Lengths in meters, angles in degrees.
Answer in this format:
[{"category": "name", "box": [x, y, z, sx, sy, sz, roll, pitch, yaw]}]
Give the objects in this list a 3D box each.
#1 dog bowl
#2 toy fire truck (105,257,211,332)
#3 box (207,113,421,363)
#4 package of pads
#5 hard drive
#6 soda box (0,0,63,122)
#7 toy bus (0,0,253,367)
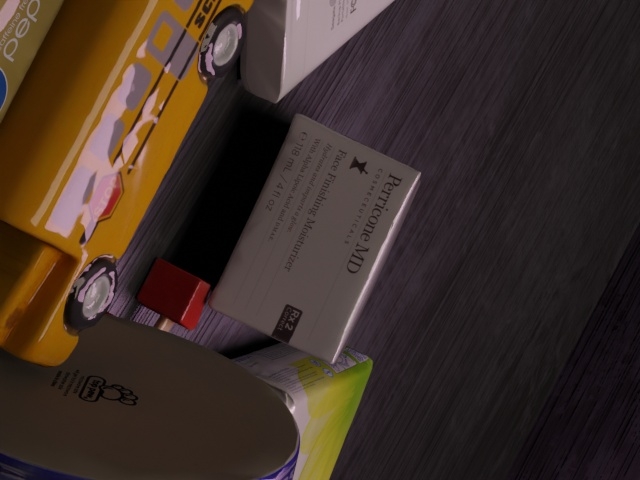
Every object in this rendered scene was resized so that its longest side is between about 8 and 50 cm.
[{"category": "dog bowl", "box": [-0.149, 0.137, 0.889, 0.265, 0.265, 0.104, -17, 127, -63]}, {"category": "toy fire truck", "box": [-0.167, 0.103, 1.117, 0.192, 0.047, 0.135, -64, 161, -1]}, {"category": "box", "box": [0.000, 0.000, 1.244, 0.182, 0.119, 0.181, 20, 95, -87]}, {"category": "package of pads", "box": [-0.071, 0.250, 1.445, 0.229, 0.101, 0.297, -11, 123, -67]}, {"category": "hard drive", "box": [0.051, -0.298, 1.190, 0.353, 0.047, 0.233, -45, 152, -40]}, {"category": "soda box", "box": [-0.197, -0.112, 0.778, 0.181, 0.061, 0.058, -63, 160, -5]}, {"category": "toy bus", "box": [-0.143, -0.096, 0.861, 0.333, 0.108, 0.130, -63, 159, -5]}]
